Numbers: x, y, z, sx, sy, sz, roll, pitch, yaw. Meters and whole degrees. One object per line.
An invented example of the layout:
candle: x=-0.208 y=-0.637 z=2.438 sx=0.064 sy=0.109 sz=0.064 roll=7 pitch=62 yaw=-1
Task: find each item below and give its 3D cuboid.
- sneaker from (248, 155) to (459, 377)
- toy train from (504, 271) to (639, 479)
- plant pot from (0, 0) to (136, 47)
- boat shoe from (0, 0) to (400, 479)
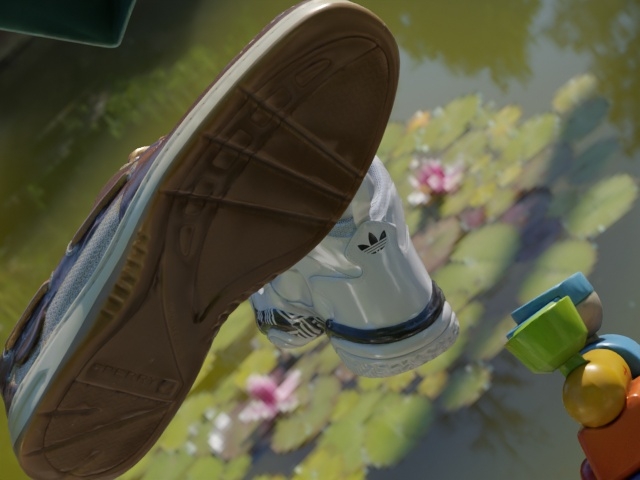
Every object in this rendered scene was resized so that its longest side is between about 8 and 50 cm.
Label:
sneaker: x=0.000 y=0.000 z=1.556 sx=0.137 sy=0.210 sz=0.366 roll=-27 pitch=17 yaw=-18
toy train: x=0.160 y=0.094 z=0.891 sx=0.105 sy=0.143 sz=0.248 roll=-39 pitch=-6 yaw=13
plant pot: x=-0.219 y=-0.304 z=1.235 sx=0.165 sy=0.165 sz=0.234 roll=129 pitch=145 yaw=-61
boat shoe: x=-0.089 y=-0.014 z=0.938 sx=0.342 sy=0.123 sz=0.123 roll=-56 pitch=41 yaw=15
